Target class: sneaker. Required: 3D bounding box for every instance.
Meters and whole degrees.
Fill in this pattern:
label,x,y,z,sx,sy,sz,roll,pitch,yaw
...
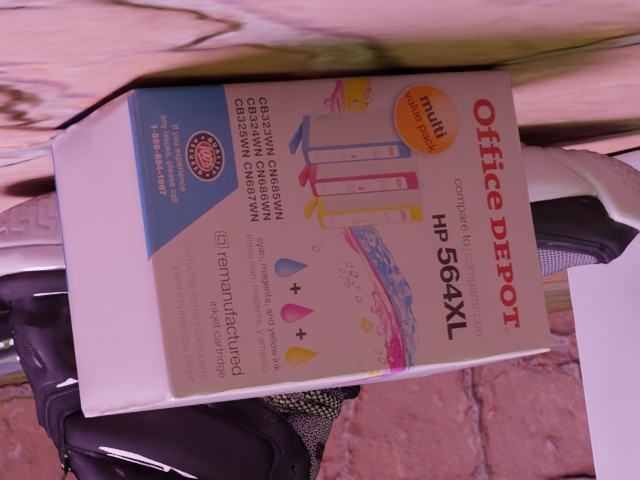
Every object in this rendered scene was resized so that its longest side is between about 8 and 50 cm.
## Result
label,x,y,z,sx,sy,sz,roll,pitch,yaw
sneaker,0.006,0.045,0.787,0.268,0.153,0.101,-6,175,-8

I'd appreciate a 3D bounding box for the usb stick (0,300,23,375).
label,x,y,z,sx,sy,sz,roll,pitch,yaw
usb stick,-0.071,0.023,0.912,0.278,0.045,0.077,-13,175,1

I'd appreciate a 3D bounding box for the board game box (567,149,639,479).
label,x,y,z,sx,sy,sz,roll,pitch,yaw
board game box,0.257,0.066,0.964,0.303,0.224,0.097,-1,172,-43

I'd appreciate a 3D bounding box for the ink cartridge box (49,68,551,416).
label,x,y,z,sx,sy,sz,roll,pitch,yaw
ink cartridge box,0.000,0.000,0.617,0.143,0.092,0.090,-6,175,-24
